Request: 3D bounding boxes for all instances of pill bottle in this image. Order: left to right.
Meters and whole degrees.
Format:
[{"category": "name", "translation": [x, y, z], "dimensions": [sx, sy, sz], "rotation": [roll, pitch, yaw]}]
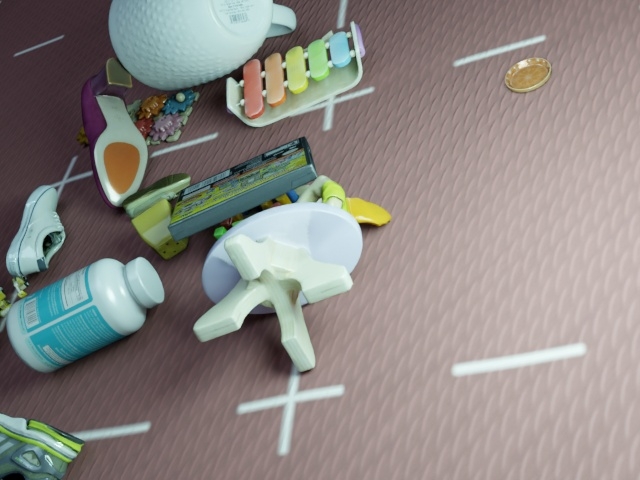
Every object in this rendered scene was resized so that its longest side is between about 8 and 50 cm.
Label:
[{"category": "pill bottle", "translation": [-0.419, 0.126, 1.569], "dimensions": [0.264, 0.146, 0.146], "rotation": [-25, 42, 10]}]

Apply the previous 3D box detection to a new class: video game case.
[{"category": "video game case", "translation": [-0.142, -0.101, 1.601], "dimensions": [0.275, 0.035, 0.248], "rotation": [-23, 18, 4]}]

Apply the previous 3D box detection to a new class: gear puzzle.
[{"category": "gear puzzle", "translation": [-0.451, -0.289, 2.061], "dimensions": [0.339, 0.044, 0.175], "rotation": [-5, 49, 30]}]

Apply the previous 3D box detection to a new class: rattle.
[{"category": "rattle", "translation": [0.000, 0.000, 1.478], "dimensions": [0.130, 0.143, 0.200], "rotation": [36, 99, 44]}]

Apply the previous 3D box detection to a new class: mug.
[{"category": "mug", "translation": [-0.228, -0.490, 1.922], "dimensions": [0.328, 0.374, 0.276], "rotation": [-1, 94, 51]}]

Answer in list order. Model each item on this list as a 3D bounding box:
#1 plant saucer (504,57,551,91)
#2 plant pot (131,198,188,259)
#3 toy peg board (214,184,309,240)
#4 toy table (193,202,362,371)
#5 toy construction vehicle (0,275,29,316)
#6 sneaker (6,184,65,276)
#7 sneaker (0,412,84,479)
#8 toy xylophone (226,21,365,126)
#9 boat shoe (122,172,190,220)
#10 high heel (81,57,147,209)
[{"category": "plant saucer", "translation": [0.373, -0.295, 1.554], "dimensions": [0.083, 0.013, 0.083], "rotation": [-19, 43, 18]}, {"category": "plant pot", "translation": [-0.302, -0.012, 1.679], "dimensions": [0.081, 0.081, 0.083], "rotation": [-34, 53, 0]}, {"category": "toy peg board", "translation": [-0.111, -0.044, 1.581], "dimensions": [0.161, 0.079, 0.161], "rotation": [-13, 45, 22]}, {"category": "toy table", "translation": [-0.067, 0.062, 1.348], "dimensions": [0.274, 0.252, 0.161], "rotation": [-32, 24, 19]}, {"category": "toy construction vehicle", "translation": [-0.660, 0.109, 1.826], "dimensions": [0.086, 0.035, 0.098], "rotation": [-36, 41, -1]}, {"category": "sneaker", "translation": [-0.598, -0.019, 1.885], "dimensions": [0.091, 0.094, 0.258], "rotation": [1, 47, 1]}, {"category": "sneaker", "translation": [-0.538, 0.360, 1.458], "dimensions": [0.300, 0.111, 0.121], "rotation": [-1, 55, 35]}, {"category": "toy xylophone", "translation": [-0.052, -0.360, 1.842], "dimensions": [0.322, 0.081, 0.236], "rotation": [-27, 41, 8]}, {"category": "boat shoe", "translation": [-0.336, -0.091, 1.807], "dimensions": [0.153, 0.048, 0.056], "rotation": [-27, 29, -2]}, {"category": "high heel", "translation": [-0.481, -0.215, 1.965], "dimensions": [0.181, 0.127, 0.377], "rotation": [-36, 50, 48]}]
